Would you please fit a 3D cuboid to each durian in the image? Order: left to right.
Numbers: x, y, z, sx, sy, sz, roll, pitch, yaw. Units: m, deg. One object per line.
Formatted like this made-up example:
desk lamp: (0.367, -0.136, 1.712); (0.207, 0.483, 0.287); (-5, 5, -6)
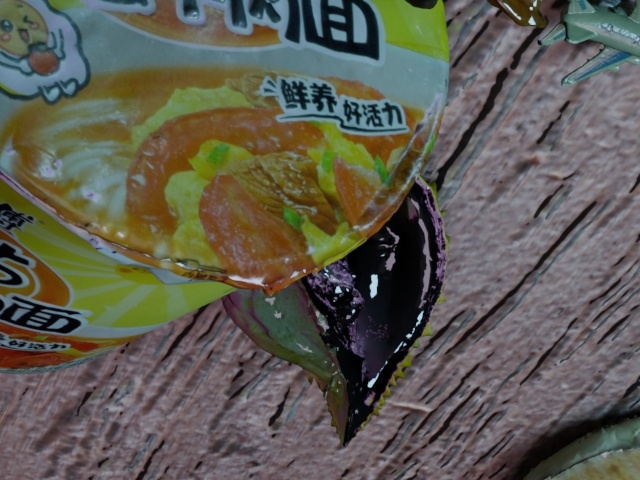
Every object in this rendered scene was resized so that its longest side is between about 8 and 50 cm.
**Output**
durian: (-0.003, 0.000, 0.959); (0.108, 0.119, 0.187); (22, 144, 41)

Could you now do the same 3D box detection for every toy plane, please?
toy plane: (0.150, -0.103, 0.849); (0.083, 0.033, 0.080); (9, 141, -19)

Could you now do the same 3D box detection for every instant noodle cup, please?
instant noodle cup: (-0.105, -0.071, 0.749); (0.264, 0.264, 0.200); (23, 147, -24)

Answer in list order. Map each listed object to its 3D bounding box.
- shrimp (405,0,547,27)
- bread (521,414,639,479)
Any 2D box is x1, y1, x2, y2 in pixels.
shrimp: (0.000, -0.193, 0.662); (0.294, 0.062, 0.154); (46, 137, -18)
bread: (0.256, 0.190, 1.205); (0.266, 0.040, 0.267); (1, 142, 1)
